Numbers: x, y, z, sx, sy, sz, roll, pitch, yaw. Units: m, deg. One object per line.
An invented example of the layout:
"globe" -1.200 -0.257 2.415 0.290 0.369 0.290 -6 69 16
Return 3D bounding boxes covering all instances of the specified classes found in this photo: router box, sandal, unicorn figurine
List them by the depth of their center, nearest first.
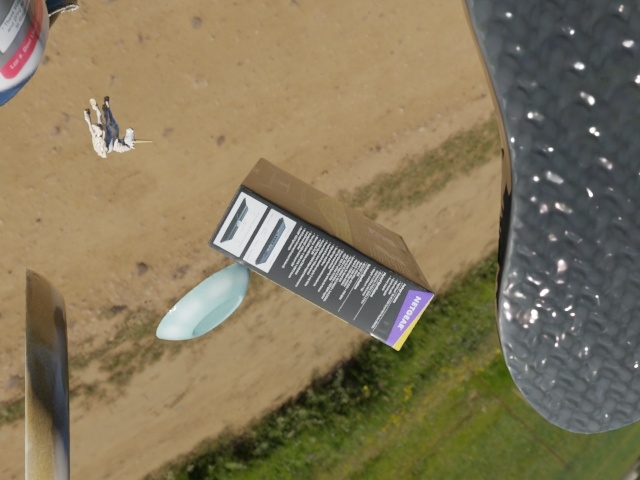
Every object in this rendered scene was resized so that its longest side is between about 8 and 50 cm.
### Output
"sandal" 0.201 -0.061 0.541 0.107 0.167 0.446 -69 149 -66
"router box" 0.000 0.000 0.921 0.081 0.242 0.309 -60 -174 10
"unicorn figurine" -0.363 -0.189 1.250 0.162 0.060 0.111 -68 151 -58

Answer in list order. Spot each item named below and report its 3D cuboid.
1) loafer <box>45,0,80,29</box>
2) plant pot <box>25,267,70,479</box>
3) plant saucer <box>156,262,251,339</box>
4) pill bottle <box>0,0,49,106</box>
"loafer" -0.380 -0.256 0.872 0.251 0.094 0.087 -51 132 -50
"plant pot" -0.228 0.141 0.604 0.032 0.236 0.236 0 128 -22
"plant saucer" -0.181 0.111 1.200 0.195 0.037 0.195 -38 166 -11
"pill bottle" -0.305 -0.217 0.449 0.176 0.176 0.318 -41 165 -14
